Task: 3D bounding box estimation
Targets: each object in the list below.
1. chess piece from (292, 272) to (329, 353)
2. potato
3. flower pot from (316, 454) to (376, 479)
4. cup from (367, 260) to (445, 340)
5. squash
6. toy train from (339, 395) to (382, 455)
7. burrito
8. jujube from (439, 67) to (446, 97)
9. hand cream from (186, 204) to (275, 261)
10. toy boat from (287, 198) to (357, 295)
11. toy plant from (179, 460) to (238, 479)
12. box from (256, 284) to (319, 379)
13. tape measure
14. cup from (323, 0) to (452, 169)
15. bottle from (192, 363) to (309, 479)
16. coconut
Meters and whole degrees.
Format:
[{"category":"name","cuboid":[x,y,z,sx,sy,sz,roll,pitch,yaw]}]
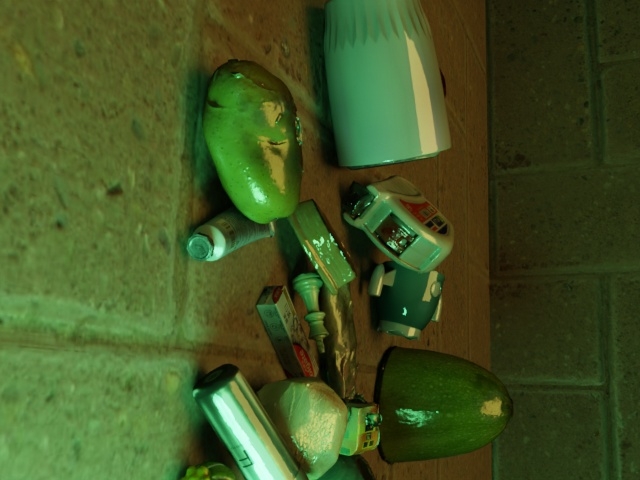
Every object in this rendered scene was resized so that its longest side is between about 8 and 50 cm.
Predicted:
[{"category":"chess piece","cuboid":[-0.011,0.136,1.319,0.059,0.059,0.149,35,38,-62]},{"category":"potato","cuboid":[-0.096,-0.150,1.086,0.169,0.143,0.248,-24,103,-58]},{"category":"flower pot","cuboid":[0.043,0.493,1.294,0.243,0.157,0.189,64,-4,-30]},{"category":"cup","cuboid":[0.212,0.155,1.780,0.299,0.167,0.173,25,77,-45]},{"category":"squash","cuboid":[0.326,0.428,1.814,0.310,0.308,0.311,-2,90,-66]},{"category":"toy train","cuboid":[0.022,0.322,1.265,0.072,0.188,0.099,13,81,-51]},{"category":"burrito","cuboid":[0.037,0.196,1.467,0.096,0.066,0.309,-15,99,-64]},{"category":"jujube","cuboid":[0.228,-0.391,1.884,0.255,0.190,0.190,-17,103,-49]},{"category":"hand cream","cuboid":[-0.129,-0.019,1.118,0.256,0.055,0.088,-38,111,-65]},{"category":"toy boat","cuboid":[0.000,0.000,1.338,0.188,0.061,0.116,58,8,-22]},{"category":"toy plant","cuboid":[-0.142,0.367,0.988,0.093,0.092,0.162,-71,149,-41]},{"category":"box","cuboid":[-0.056,0.178,1.281,0.055,0.039,0.218,-66,145,-49]},{"category":"tape measure","cuboid":[0.190,-0.041,1.687,0.265,0.130,0.258,45,21,7]},{"category":"cup","cuboid":[0.135,-0.339,1.533,0.253,0.253,0.372,-34,116,-64]},{"category":"bottle","cuboid":[-0.097,0.301,1.040,0.079,0.096,0.254,-39,103,-39]},{"category":"coconut","cuboid":[-0.036,0.297,1.165,0.161,0.161,0.162,59,33,-49]}]
